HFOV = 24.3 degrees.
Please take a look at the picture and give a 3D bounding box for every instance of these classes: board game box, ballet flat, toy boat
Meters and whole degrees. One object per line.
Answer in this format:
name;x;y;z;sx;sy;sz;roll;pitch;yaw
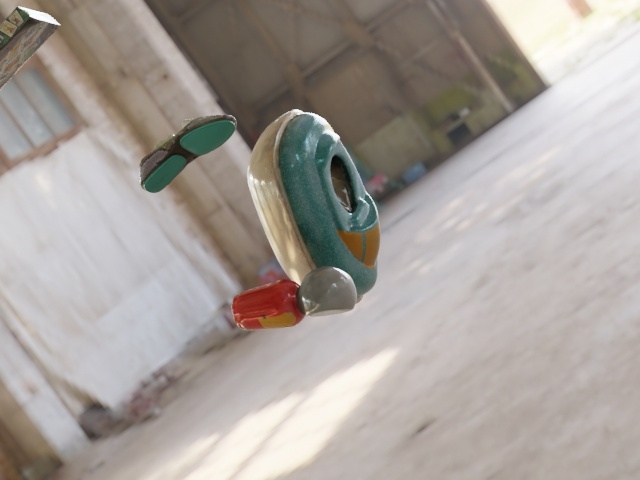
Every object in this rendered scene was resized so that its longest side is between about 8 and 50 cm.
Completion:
board game box;-0.489;-0.230;2.136;0.259;0.030;0.136;-45;-1;8
ballet flat;-0.127;-0.090;1.376;0.114;0.041;0.041;-36;3;21
toy boat;0.000;0.000;1.822;0.148;0.267;0.318;-13;31;24
